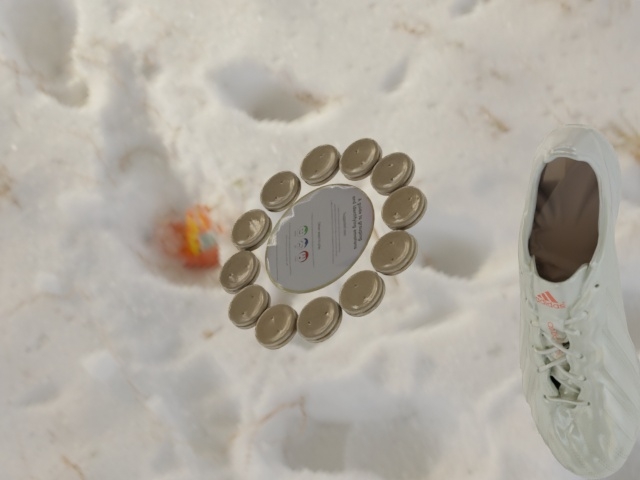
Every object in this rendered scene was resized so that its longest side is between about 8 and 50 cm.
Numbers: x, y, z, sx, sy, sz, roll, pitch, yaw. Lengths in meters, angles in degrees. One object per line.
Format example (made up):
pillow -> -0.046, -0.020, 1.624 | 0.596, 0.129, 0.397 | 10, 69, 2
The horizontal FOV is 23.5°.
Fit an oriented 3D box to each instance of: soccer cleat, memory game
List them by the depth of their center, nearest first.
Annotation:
soccer cleat -> 0.133, 0.037, 0.818 | 0.068, 0.076, 0.196 | -1, 99, 20
memory game -> 0.000, 0.000, 1.166 | 0.186, 0.012, 0.186 | -22, 46, 25
